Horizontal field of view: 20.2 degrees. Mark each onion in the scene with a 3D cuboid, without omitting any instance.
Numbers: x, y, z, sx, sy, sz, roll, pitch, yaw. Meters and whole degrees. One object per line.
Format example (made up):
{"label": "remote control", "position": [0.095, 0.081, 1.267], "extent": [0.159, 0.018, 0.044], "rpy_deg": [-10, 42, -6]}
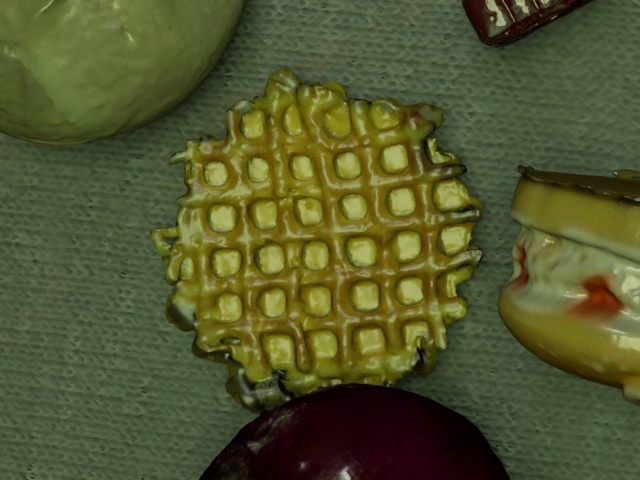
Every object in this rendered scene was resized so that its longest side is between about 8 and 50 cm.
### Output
{"label": "onion", "position": [0.045, 0.254, 1.508], "extent": [0.337, 0.282, 0.260], "rpy_deg": [33, 86, -29]}

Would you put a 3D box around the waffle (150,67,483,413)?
{"label": "waffle", "position": [-0.005, 0.010, 1.615], "extent": [0.329, 0.062, 0.329], "rpy_deg": [1, 94, 9]}

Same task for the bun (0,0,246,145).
{"label": "bun", "position": [-0.241, -0.264, 1.564], "extent": [0.361, 0.213, 0.361], "rpy_deg": [0, 92, 6]}

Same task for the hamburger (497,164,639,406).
{"label": "hamburger", "position": [0.297, 0.042, 1.492], "extent": [0.303, 0.261, 0.186], "rpy_deg": [-1, 100, -32]}

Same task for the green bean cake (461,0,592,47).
{"label": "green bean cake", "position": [0.191, -0.215, 1.540], "extent": [0.136, 0.135, 0.056], "rpy_deg": [-28, 92, 9]}
